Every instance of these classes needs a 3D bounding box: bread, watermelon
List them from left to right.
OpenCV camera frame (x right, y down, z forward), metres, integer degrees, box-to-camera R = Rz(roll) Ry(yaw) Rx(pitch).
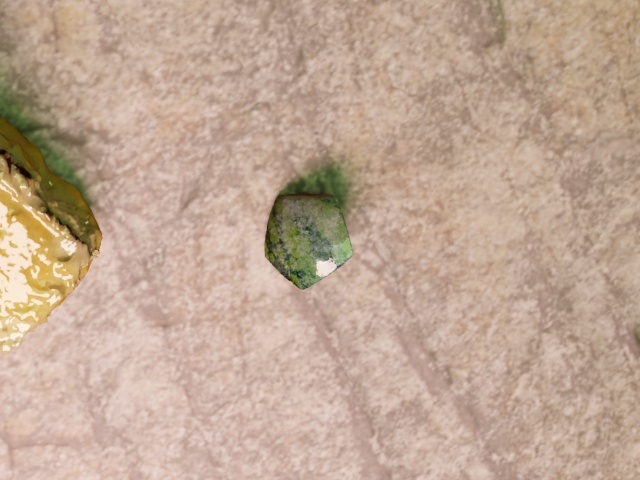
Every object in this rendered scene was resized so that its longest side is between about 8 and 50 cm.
[{"bbox_3d":[-0.303,-0.017,1.385,0.174,0.121,0.245,-42,116,8],"label":"bread"},{"bbox_3d":[-0.001,-0.004,1.499,0.072,0.092,0.084,-26,126,-48],"label":"watermelon"}]
